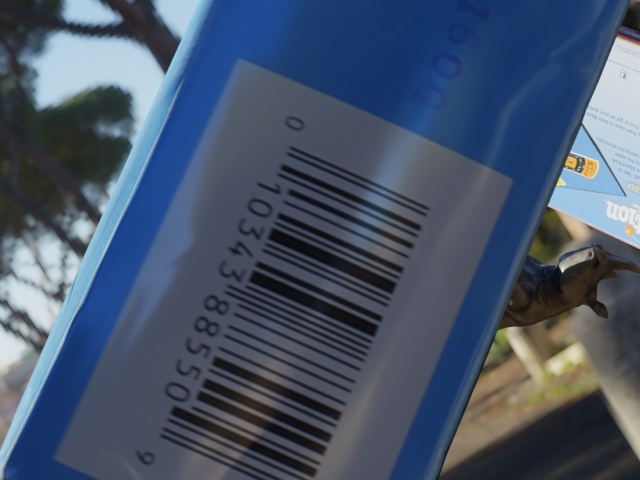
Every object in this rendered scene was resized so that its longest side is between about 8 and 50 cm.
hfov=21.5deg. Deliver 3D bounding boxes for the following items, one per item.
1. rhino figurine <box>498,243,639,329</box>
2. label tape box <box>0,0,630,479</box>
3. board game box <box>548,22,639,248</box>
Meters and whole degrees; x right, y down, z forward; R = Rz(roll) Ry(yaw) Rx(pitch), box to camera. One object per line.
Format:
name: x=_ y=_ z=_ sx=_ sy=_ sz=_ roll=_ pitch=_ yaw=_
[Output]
rhino figurine: x=0.175 y=0.041 z=1.552 sx=0.243 sy=0.106 sz=0.073 roll=-9 pitch=48 yaw=21
label tape box: x=0.000 y=0.000 z=0.599 sx=0.348 sy=0.115 sz=0.249 roll=103 pitch=-170 yaw=-79
board game box: x=0.195 y=-0.082 z=1.176 sx=0.027 sy=0.145 sz=0.281 roll=-19 pitch=36 yaw=-41
